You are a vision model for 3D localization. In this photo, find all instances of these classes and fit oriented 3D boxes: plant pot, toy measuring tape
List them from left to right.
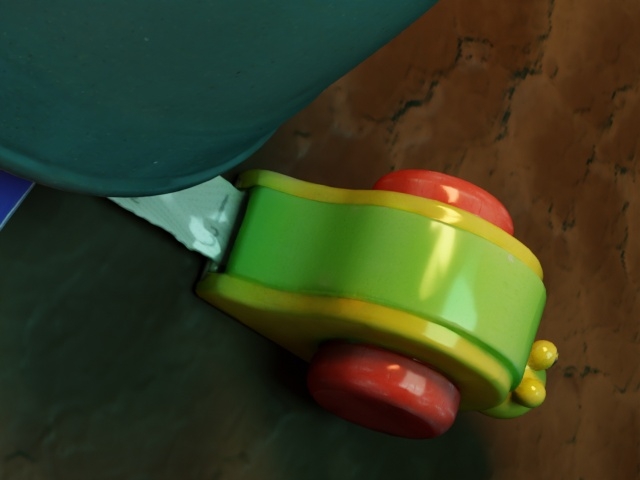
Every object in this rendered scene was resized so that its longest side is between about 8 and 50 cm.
[{"bbox_3d":[-0.023,-0.187,0.590,0.272,0.255,0.271,22,55,-36],"label":"plant pot"},{"bbox_3d":[0.000,0.000,0.742,0.330,0.121,0.121,34,65,-36],"label":"toy measuring tape"}]

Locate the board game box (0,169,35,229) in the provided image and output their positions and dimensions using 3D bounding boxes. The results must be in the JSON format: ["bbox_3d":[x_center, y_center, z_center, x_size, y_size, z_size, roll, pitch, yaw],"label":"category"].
[{"bbox_3d":[-0.251,0.020,0.555,0.213,0.046,0.317,49,57,-28],"label":"board game box"}]
